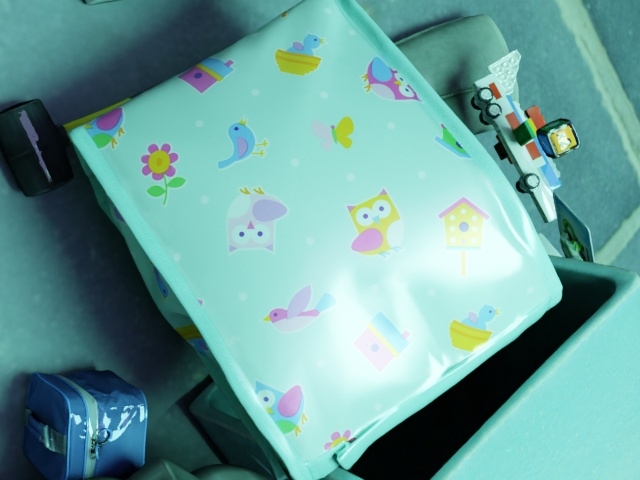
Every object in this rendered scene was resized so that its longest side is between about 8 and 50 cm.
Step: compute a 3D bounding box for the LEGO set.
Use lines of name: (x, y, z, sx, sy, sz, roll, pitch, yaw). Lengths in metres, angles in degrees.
LEGO set: (0.187, -0.029, 0.855, 0.060, 0.182, 0.244, -28, 135, -4)

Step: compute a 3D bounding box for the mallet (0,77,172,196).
mallet: (-0.137, -0.083, 0.773, 0.190, 0.039, 0.062, -21, 101, -36)

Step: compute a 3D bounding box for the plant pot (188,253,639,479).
plant pot: (0.105, 0.173, 0.824, 0.248, 0.247, 0.252, -39, 120, -27)

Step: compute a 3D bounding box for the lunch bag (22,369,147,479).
lunch bag: (-0.160, 0.126, 0.721, 0.065, 0.098, 0.067, 1, 95, -32)

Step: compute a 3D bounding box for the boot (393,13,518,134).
boot: (0.078, -0.084, 0.904, 0.209, 0.076, 0.189, -16, 102, -40)

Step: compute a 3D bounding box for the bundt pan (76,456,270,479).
bundt pan: (-0.109, 0.276, 0.698, 0.331, 0.124, 0.330, -10, 119, -19)

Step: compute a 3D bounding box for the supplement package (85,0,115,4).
supplement package: (-0.047, -0.258, 0.767, 0.244, 0.139, 0.133, -18, 100, -31)

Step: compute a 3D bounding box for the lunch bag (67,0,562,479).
lunch bag: (0.000, 0.000, 0.716, 0.223, 0.160, 0.262, -33, 77, -12)
